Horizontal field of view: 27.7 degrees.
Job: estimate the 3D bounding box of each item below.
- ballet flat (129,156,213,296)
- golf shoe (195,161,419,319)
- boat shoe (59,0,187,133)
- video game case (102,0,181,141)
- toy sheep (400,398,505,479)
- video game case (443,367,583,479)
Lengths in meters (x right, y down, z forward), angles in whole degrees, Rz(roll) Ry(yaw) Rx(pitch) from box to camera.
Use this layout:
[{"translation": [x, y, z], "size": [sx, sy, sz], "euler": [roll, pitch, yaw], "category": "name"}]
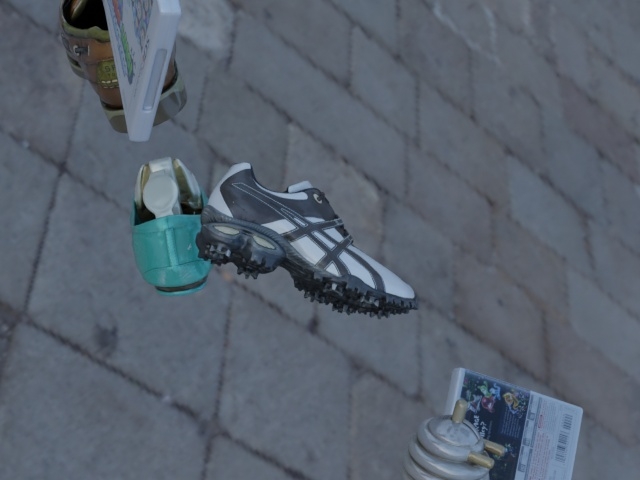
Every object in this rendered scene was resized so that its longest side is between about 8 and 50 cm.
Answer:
[{"translation": [-0.136, -0.030, 1.194], "size": [0.247, 0.083, 0.087], "euler": [-118, -159, -70], "category": "ballet flat"}, {"translation": [0.000, 0.000, 1.056], "size": [0.198, 0.077, 0.094], "euler": [23, 70, -20], "category": "golf shoe"}, {"translation": [-0.203, -0.213, 1.287], "size": [0.307, 0.110, 0.104], "euler": [47, -19, 58], "category": "boat shoe"}, {"translation": [-0.136, -0.178, 0.967], "size": [0.019, 0.143, 0.157], "euler": [-3, 57, -20], "category": "video game case"}, {"translation": [0.118, 0.206, 1.191], "size": [0.091, 0.132, 0.091], "euler": [14, 15, -4], "category": "toy sheep"}, {"translation": [0.208, 0.259, 1.470], "size": [0.173, 0.022, 0.190], "euler": [20, 73, -21], "category": "video game case"}]
